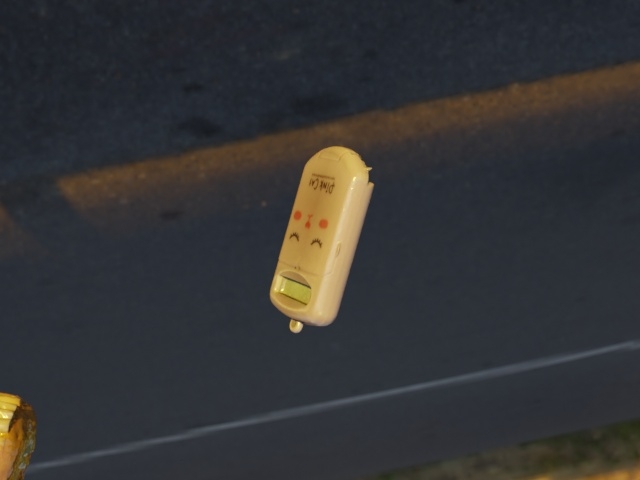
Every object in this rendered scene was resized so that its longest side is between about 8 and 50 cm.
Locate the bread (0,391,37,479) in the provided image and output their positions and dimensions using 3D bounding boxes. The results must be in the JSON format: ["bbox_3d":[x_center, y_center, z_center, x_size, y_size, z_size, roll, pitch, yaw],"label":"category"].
[{"bbox_3d":[-0.318,0.258,1.002,0.119,0.288,0.152,17,167,-9],"label":"bread"}]

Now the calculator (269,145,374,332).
[{"bbox_3d":[0.000,0.000,1.118,0.032,0.175,0.100,15,-179,-29],"label":"calculator"}]
